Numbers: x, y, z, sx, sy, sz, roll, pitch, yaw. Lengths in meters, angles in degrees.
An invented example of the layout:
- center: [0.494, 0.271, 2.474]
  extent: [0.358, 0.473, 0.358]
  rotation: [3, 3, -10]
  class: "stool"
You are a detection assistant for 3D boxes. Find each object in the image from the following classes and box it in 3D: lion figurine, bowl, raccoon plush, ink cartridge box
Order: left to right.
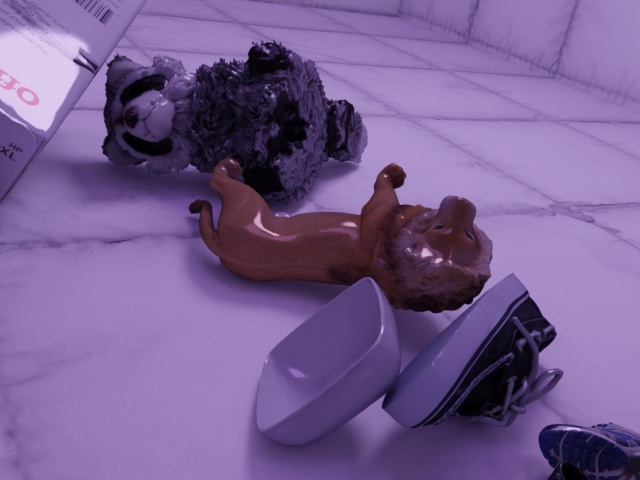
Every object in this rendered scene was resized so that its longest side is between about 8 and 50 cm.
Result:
- center: [-0.435, -0.272, 0.944]
  extent: [0.285, 0.166, 0.395]
  rotation: [35, 37, -21]
  class: "ink cartridge box"
- center: [-0.137, -0.160, 1.162]
  extent: [0.299, 0.216, 0.446]
  rotation: [6, -8, 23]
  class: "raccoon plush"
- center: [0.000, 0.000, 0.861]
  extent: [0.392, 0.142, 0.240]
  rotation: [-4, 30, 12]
  class: "lion figurine"
- center: [0.013, 0.110, 0.634]
  extent: [0.053, 0.142, 0.142]
  rotation: [46, 14, -15]
  class: "bowl"

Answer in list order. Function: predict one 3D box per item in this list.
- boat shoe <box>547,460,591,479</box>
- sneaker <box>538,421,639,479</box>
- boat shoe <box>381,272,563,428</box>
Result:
- center: [0.221, 0.228, 0.555]
  extent: [0.049, 0.040, 0.142]
  rotation: [-2, 28, -28]
  class: "boat shoe"
- center: [0.255, 0.190, 0.654]
  extent: [0.135, 0.052, 0.058]
  rotation: [17, 14, -6]
  class: "sneaker"
- center: [0.158, 0.118, 0.687]
  extent: [0.105, 0.113, 0.306]
  rotation: [47, 22, 12]
  class: "boat shoe"
